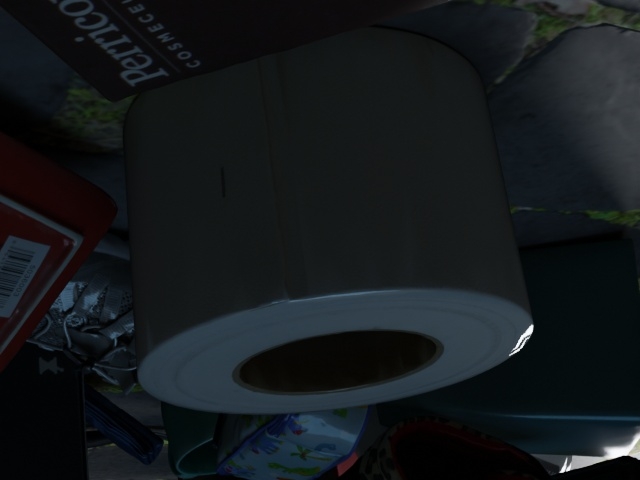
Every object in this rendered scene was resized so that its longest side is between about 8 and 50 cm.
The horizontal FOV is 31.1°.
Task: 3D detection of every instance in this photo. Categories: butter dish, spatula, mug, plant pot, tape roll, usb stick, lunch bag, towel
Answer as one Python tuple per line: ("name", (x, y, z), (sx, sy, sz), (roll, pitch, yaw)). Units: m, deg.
("butter dish", (-0.240, -0.006, 0.726), (0.160, 0.118, 0.160), (-54, 146, 1))
("spatula", (-0.210, 0.251, 1.447), (0.296, 0.030, 0.084), (5, 157, -29))
("mug", (-0.111, 0.178, 1.193), (0.158, 0.097, 0.129), (-24, 154, 9))
("plant pot", (0.167, 0.107, 1.066), (0.234, 0.165, 0.165), (-2, 158, 5))
("tape roll", (0.000, 0.000, 0.734), (0.246, 0.169, 0.246), (-7, 158, -3))
("usb stick", (0.195, 0.266, 1.136), (0.278, 0.045, 0.077), (-25, 151, 32))
("lunch bag", (-0.018, 0.113, 0.997), (0.090, 0.176, 0.219), (20, 152, -12))
("towel", (-0.222, 0.194, 1.222), (0.119, 0.029, 0.067), (35, 157, 6))

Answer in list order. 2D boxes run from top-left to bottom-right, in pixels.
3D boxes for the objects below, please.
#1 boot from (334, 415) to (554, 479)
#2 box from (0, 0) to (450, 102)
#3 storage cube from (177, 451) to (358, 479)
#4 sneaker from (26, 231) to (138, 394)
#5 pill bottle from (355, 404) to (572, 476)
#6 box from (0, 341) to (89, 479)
("boot", (0.133, 0.321, 1.074), (0.377, 0.138, 0.284), (33, 133, -7))
("box", (0.052, -0.185, 0.351), (0.381, 0.143, 0.191), (-13, 157, 17))
("storage cube", (-0.042, 0.271, 1.321), (0.184, 0.215, 0.193), (-14, 163, 15))
("sneaker", (-0.167, 0.061, 0.893), (0.281, 0.115, 0.105), (3, 155, -24))
("pill bottle", (0.177, 0.219, 1.305), (0.176, 0.176, 0.318), (-18, 155, 24))
("box", (-0.371, 0.296, 1.162), (0.212, 0.293, 0.395), (2, 155, -23))
